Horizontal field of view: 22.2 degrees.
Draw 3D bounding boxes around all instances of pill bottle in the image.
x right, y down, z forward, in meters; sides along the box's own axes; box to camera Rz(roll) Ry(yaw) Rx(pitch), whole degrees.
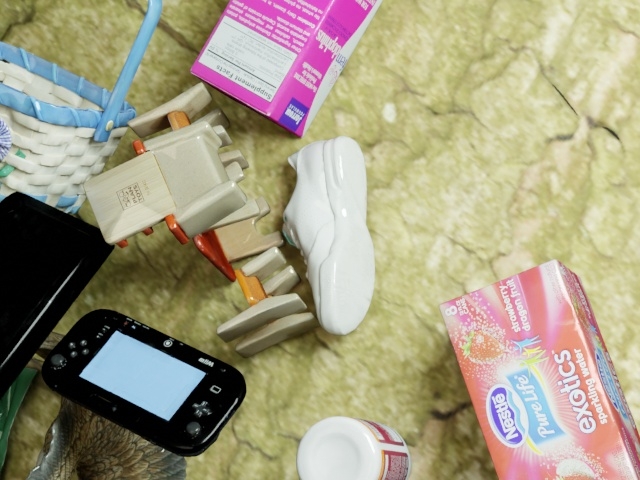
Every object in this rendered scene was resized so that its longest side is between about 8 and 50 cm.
[{"bbox_3d":[0.039,0.220,1.612,0.086,0.152,0.086,-3,80,19],"label":"pill bottle"}]

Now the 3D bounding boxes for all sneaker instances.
[{"bbox_3d":[0.000,0.000,1.716,0.094,0.080,0.212,-10,70,30],"label":"sneaker"}]

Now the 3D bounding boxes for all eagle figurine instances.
[{"bbox_3d":[-0.253,0.239,1.698,0.226,0.225,0.298,-3,68,0],"label":"eagle figurine"}]

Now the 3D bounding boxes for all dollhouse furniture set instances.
[{"bbox_3d":[-0.131,-0.023,1.660,0.135,0.259,0.262,-26,71,3],"label":"dollhouse furniture set"}]

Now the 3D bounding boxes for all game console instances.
[{"bbox_3d":[-0.230,0.095,1.615,0.361,0.044,0.213,23,66,24],"label":"game console"}]

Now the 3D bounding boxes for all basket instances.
[{"bbox_3d":[-0.317,-0.183,1.784,0.254,0.201,0.289,24,99,23],"label":"basket"}]

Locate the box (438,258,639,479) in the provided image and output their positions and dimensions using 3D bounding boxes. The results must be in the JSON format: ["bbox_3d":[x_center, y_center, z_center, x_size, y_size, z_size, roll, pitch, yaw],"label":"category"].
[{"bbox_3d":[0.224,0.163,1.572,0.128,0.122,0.257,-22,74,16],"label":"box"}]

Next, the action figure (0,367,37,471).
[{"bbox_3d":[-0.400,0.249,1.817,0.137,0.063,0.232,6,86,17],"label":"action figure"}]

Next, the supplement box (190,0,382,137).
[{"bbox_3d":[-0.025,-0.237,1.738,0.114,0.111,0.220,32,93,21],"label":"supplement box"}]
